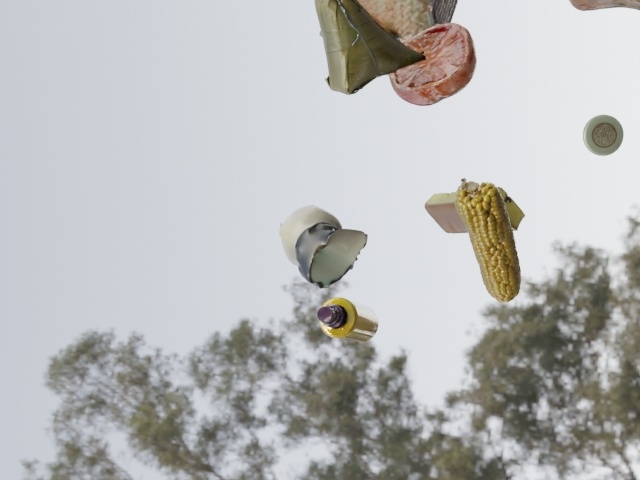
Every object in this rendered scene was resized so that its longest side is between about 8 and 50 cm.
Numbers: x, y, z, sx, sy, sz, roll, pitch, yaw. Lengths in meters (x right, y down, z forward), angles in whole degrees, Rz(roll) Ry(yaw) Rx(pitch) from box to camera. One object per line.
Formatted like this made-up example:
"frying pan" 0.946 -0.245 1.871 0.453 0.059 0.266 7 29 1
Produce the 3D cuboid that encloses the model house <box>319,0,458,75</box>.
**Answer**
"model house" 0.199 -0.586 2.464 0.280 0.312 0.245 32 -130 -15

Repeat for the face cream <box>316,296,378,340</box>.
"face cream" 0.045 0.150 1.818 0.273 0.078 0.078 28 -110 -72

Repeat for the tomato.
"tomato" 0.280 -0.412 2.289 0.095 0.237 0.236 48 -126 -40

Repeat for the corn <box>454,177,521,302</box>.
"corn" 0.372 0.004 2.047 0.102 0.102 0.313 -56 -47 -38

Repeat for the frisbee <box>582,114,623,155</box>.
"frisbee" 0.748 -0.279 2.516 0.014 0.110 0.110 -125 38 -86

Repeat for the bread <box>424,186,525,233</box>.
"bread" 0.456 -0.089 2.871 0.138 0.361 0.077 43 -108 -19

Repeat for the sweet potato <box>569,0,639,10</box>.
"sweet potato" 0.746 -0.618 2.389 0.097 0.292 0.097 -19 -63 -42

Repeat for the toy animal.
"toy animal" 0.000 0.000 2.136 0.166 0.179 0.138 -37 -41 -6

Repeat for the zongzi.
"zongzi" 0.119 -0.469 2.123 0.256 0.115 0.228 -21 -63 -18
